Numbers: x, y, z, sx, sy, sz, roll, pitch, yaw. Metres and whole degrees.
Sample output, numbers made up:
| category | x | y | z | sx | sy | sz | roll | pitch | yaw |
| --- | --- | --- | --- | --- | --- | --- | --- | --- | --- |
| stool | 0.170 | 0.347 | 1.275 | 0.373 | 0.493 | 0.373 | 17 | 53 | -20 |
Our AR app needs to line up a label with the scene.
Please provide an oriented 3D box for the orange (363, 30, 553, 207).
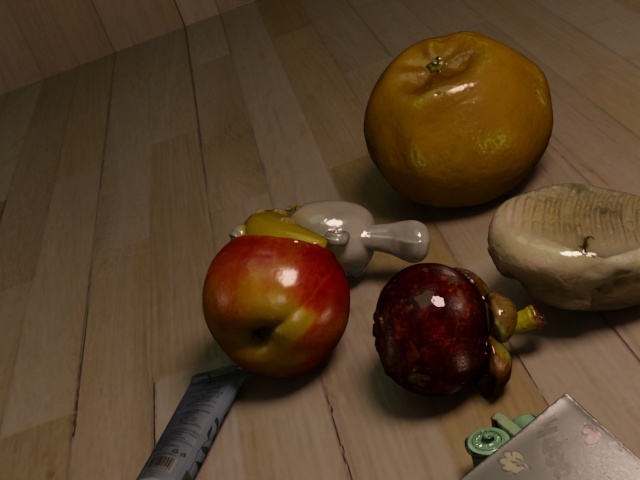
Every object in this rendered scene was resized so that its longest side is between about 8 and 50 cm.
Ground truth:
| category | x | y | z | sx | sy | sz | roll | pitch | yaw |
| --- | --- | --- | --- | --- | --- | --- | --- | --- | --- |
| orange | 0.198 | -0.179 | 1.416 | 0.279 | 0.235 | 0.279 | -20 | 33 | 13 |

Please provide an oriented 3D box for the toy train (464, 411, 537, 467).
| category | x | y | z | sx | sy | sz | roll | pitch | yaw |
| --- | --- | --- | --- | --- | --- | --- | --- | --- | --- |
| toy train | 0.213 | 0.215 | 0.888 | 0.118 | 0.074 | 0.176 | -21 | 26 | -17 |

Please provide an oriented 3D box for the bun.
| category | x | y | z | sx | sy | sz | roll | pitch | yaw |
| --- | --- | --- | --- | --- | --- | --- | --- | --- | --- |
| bun | 0.308 | 0.015 | 1.124 | 0.237 | 0.116 | 0.210 | 6 | 26 | 1 |

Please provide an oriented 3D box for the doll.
| category | x | y | z | sx | sy | sz | roll | pitch | yaw |
| --- | --- | --- | --- | --- | --- | --- | --- | --- | --- |
| doll | 0.000 | 0.000 | 1.319 | 0.252 | 0.111 | 0.237 | 2 | -1 | -11 |

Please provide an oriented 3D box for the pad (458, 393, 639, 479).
| category | x | y | z | sx | sy | sz | roll | pitch | yaw |
| --- | --- | --- | --- | --- | --- | --- | --- | --- | --- |
| pad | 0.221 | 0.252 | 0.776 | 0.170 | 0.006 | 0.245 | -36 | 50 | -11 |

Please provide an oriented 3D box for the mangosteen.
| category | x | y | z | sx | sy | sz | roll | pitch | yaw |
| --- | --- | --- | --- | --- | --- | --- | --- | --- | --- |
| mangosteen | 0.146 | 0.101 | 1.078 | 0.181 | 0.155 | 0.146 | -2 | -9 | -28 |

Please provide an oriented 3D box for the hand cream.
| category | x | y | z | sx | sy | sz | roll | pitch | yaw |
| --- | --- | --- | --- | --- | --- | --- | --- | --- | --- |
| hand cream | -0.155 | 0.227 | 1.124 | 0.088 | 0.055 | 0.256 | -17 | 25 | 23 |

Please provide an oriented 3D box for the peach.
| category | x | y | z | sx | sy | sz | roll | pitch | yaw |
| --- | --- | --- | --- | --- | --- | --- | --- | --- | --- |
| peach | -0.050 | 0.068 | 1.184 | 0.190 | 0.190 | 0.192 | -11 | 31 | 17 |
